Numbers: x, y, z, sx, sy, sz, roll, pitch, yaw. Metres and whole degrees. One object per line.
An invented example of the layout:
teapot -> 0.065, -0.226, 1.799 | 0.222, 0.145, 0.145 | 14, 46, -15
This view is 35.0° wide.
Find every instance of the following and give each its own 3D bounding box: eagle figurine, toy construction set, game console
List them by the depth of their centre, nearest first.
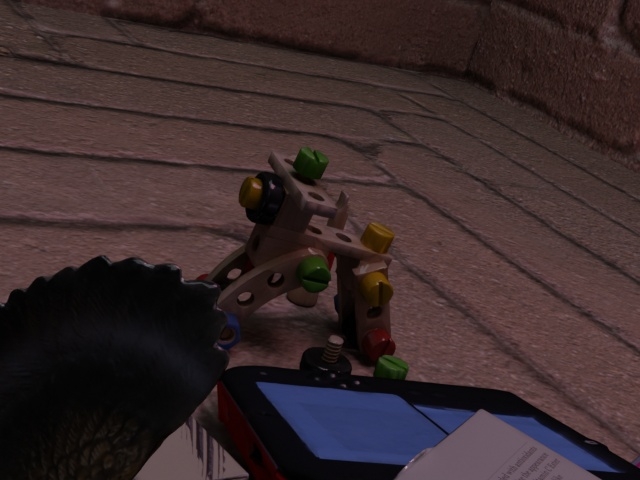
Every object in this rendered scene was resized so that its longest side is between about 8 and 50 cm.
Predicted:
eagle figurine -> -0.154, 0.183, 0.573 | 0.225, 0.226, 0.298 | 36, 57, -1
game console -> 0.098, 0.179, 0.884 | 0.341, 0.060, 0.386 | 3, 6, -15
toy construction set -> 0.000, 0.000, 1.198 | 0.257, 0.237, 0.309 | 17, 20, -2

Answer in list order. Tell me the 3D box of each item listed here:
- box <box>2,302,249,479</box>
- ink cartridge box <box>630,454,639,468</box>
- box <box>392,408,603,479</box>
box -> -0.183, 0.159, 0.820 | 0.094, 0.113, 0.275 | -2, 29, -45
ink cartridge box -> 0.353, 0.319, 0.837 | 0.185, 0.065, 0.311 | 38, 21, -9
box -> 0.068, 0.215, 0.538 | 0.119, 0.182, 0.181 | 29, 24, 23
